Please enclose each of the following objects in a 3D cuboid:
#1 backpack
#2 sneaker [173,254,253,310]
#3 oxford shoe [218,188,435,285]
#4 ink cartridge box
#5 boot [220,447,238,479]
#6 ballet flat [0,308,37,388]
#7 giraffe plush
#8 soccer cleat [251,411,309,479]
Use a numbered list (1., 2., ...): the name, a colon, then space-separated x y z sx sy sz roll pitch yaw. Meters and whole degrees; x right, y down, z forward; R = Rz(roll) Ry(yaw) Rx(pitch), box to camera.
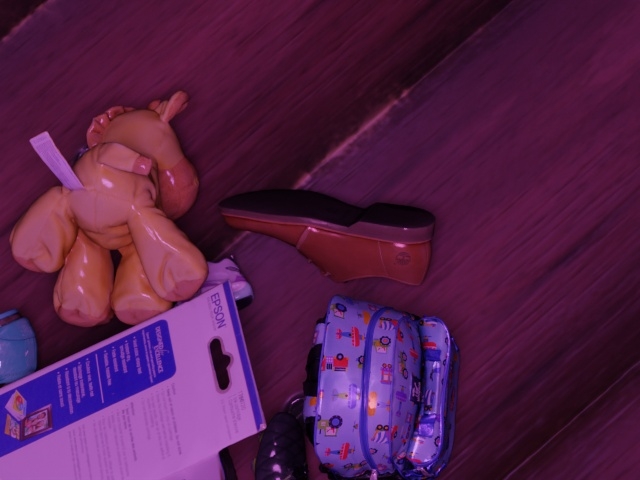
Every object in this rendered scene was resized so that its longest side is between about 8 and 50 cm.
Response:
1. backpack: 0.049 0.124 1.205 0.117 0.173 0.158 4 74 13
2. sneaker: -0.116 0.046 1.337 0.098 0.038 0.069 -25 65 -1
3. oxford shoe: 0.000 0.000 1.311 0.212 0.076 0.076 13 116 25
4. ink cartridge box: -0.195 0.175 1.254 0.333 0.065 0.165 -25 50 12
5. boot: -0.174 0.272 1.268 0.209 0.076 0.189 -11 70 15
6. ballet flat: -0.375 0.142 1.339 0.247 0.083 0.087 -20 89 7
7. giraffe plush: -0.178 -0.046 1.320 0.181 0.210 0.170 -5 30 19
8. soccer cleat: -0.022 0.238 1.240 0.072 0.060 0.178 -4 78 36
